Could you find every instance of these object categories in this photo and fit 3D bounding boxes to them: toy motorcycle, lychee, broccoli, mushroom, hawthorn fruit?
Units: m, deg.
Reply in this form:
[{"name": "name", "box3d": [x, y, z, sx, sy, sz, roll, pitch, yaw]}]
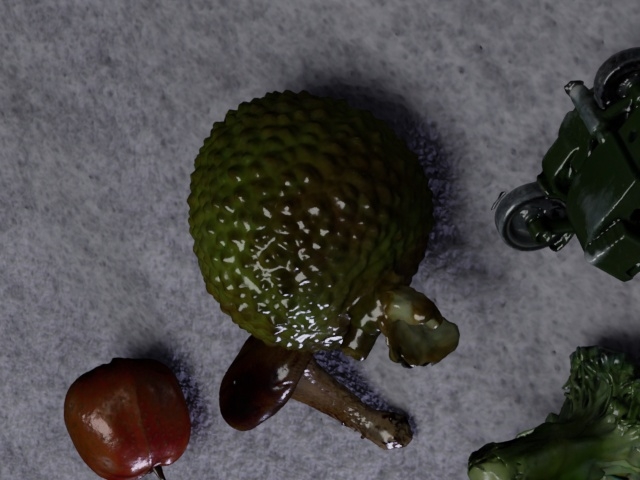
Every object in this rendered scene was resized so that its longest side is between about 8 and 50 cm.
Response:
[{"name": "toy motorcycle", "box3d": [0.285, -0.054, 1.557, 0.275, 0.127, 0.205, -57, 32, 30]}, {"name": "lychee", "box3d": [-0.006, -0.008, 1.786, 0.270, 0.270, 0.320, -51, 40, 43]}, {"name": "broccoli", "box3d": [0.235, 0.204, 1.703, 0.198, 0.275, 0.177, -12, 90, 64]}, {"name": "mushroom", "box3d": [0.002, 0.188, 1.989, 0.217, 0.148, 0.227, 36, 150, -9]}, {"name": "hawthorn fruit", "box3d": [-0.238, 0.244, 2.174, 0.157, 0.157, 0.194, -26, 91, 44]}]
